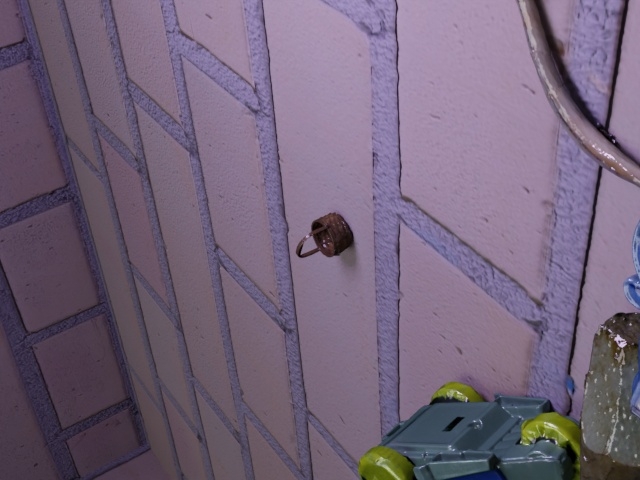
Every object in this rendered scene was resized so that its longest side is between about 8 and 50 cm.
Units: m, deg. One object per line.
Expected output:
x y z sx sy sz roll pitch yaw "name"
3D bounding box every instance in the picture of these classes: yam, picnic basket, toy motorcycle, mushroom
0.319 0.200 0.983 0.106 0.106 0.259 37 146 47 "yam"
0.000 0.000 1.468 0.072 0.083 0.072 46 150 38 "picnic basket"
0.224 0.305 1.207 0.326 0.191 0.200 -10 108 52 "toy motorcycle"
0.240 -0.139 0.893 0.306 0.043 0.068 60 180 6 "mushroom"

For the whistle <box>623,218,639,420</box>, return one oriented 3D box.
0.334 0.064 0.821 0.180 0.093 0.269 40 131 34 "whistle"
